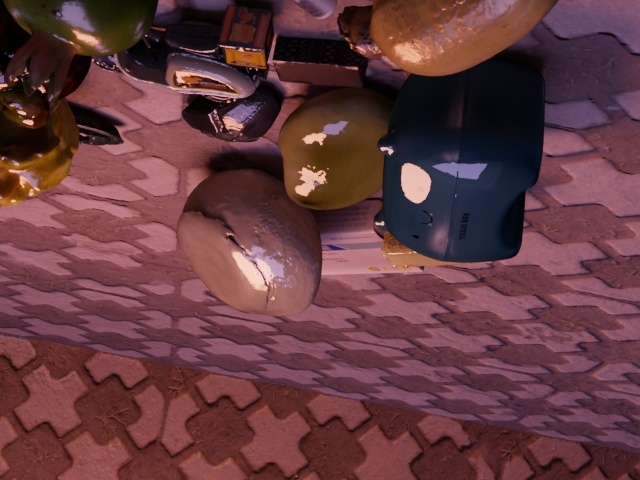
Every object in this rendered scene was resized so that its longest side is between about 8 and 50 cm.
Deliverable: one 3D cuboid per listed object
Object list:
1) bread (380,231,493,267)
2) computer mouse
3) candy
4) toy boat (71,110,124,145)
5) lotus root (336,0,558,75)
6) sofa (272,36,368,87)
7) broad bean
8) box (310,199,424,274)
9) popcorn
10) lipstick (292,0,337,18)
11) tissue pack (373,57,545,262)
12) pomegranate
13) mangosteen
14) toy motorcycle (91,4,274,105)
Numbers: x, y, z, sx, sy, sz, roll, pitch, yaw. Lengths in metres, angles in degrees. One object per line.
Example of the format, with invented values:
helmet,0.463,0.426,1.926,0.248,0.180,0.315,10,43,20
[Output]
bread,0.196,-0.023,1.924,0.188,0.125,0.068,-4,155,33
computer mouse,-0.130,-0.178,1.747,0.106,0.062,0.192,24,155,-34
candy,-0.103,0.000,2.007,0.295,0.185,0.295,29,149,20
toy boat,-0.379,-0.175,1.891,0.141,0.060,0.055,13,159,-18
lotus root,0.150,-0.259,1.254,0.131,0.146,0.303,25,152,-33
sofa,0.000,-0.233,1.565,0.118,0.039,0.060,7,159,12
broad bean,0.031,-0.130,1.720,0.189,0.121,0.263,10,159,-10
box,0.000,0.000,2.176,0.343,0.065,0.200,-2,157,31
popcorn,-0.485,-0.168,1.726,0.258,0.224,0.270,-11,148,6
lipstick,-0.037,-0.304,1.382,0.040,0.040,0.141,-8,155,41
tissue pack,0.179,-0.104,1.573,0.206,0.198,0.287,7,151,4
pomegranate,-0.280,-0.264,1.339,0.187,0.225,0.187,20,171,3
mangosteen,-0.369,-0.229,1.483,0.172,0.184,0.172,19,-157,-9
toy motorcycle,-0.190,-0.252,1.535,0.263,0.091,0.157,9,156,5
